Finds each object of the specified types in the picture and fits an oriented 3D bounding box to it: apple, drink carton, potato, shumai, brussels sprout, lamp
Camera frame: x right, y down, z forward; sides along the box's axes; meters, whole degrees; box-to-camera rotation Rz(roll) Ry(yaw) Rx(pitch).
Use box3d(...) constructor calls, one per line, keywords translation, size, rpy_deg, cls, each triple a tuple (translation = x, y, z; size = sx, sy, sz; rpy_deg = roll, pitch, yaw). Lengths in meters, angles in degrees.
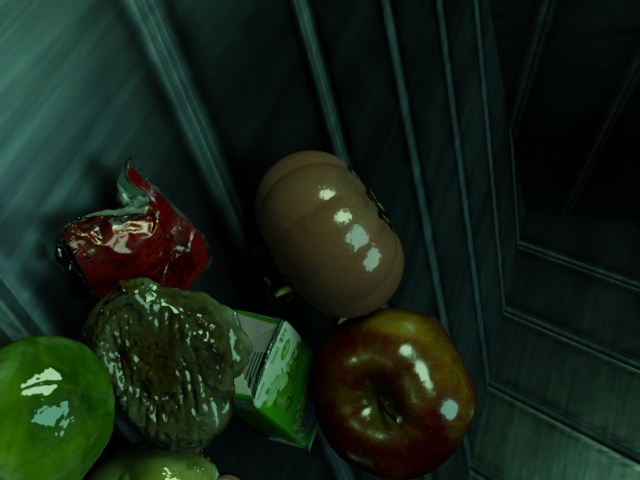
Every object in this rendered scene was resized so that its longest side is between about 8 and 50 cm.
box3d(translation=(0.126, 0.257, 1.074), size=(0.317, 0.288, 0.288), rpy_deg=(-14, 107, -72), cls="apple")
box3d(translation=(-0.082, 0.252, 1.073), size=(0.271, 0.108, 0.161), rpy_deg=(56, 47, -50), cls="drink carton")
box3d(translation=(-0.241, 0.330, 0.779), size=(0.202, 0.182, 0.117), rpy_deg=(-38, 103, -6), cls="potato")
box3d(translation=(-0.201, 0.143, 0.795), size=(0.218, 0.185, 0.184), rpy_deg=(41, 94, -14), cls="shumai")
box3d(translation=(-0.294, 0.188, 0.636), size=(0.161, 0.143, 0.181), rpy_deg=(-81, -178, -49), cls="brussels sprout")
box3d(translation=(0.000, 0.000, 1.037), size=(0.239, 0.305, 0.305), rpy_deg=(-35, 144, 5), cls="lamp")

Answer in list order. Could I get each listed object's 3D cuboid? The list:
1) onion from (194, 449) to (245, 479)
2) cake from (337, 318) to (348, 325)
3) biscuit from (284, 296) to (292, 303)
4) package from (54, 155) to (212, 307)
box3d(translation=(-0.181, 0.413, 0.913), size=(0.218, 0.140, 0.195), rpy_deg=(60, 26, 11), cls="onion")
box3d(translation=(0.135, 0.323, 1.364), size=(0.222, 0.227, 0.286), rpy_deg=(59, 46, -50), cls="cake")
box3d(translation=(-0.058, 0.068, 1.177), size=(0.083, 0.018, 0.081), rpy_deg=(-56, 141, -41), cls="biscuit")
box3d(translation=(-0.230, 0.024, 0.802), size=(0.194, 0.071, 0.269), rpy_deg=(-50, 142, -25), cls="package")
